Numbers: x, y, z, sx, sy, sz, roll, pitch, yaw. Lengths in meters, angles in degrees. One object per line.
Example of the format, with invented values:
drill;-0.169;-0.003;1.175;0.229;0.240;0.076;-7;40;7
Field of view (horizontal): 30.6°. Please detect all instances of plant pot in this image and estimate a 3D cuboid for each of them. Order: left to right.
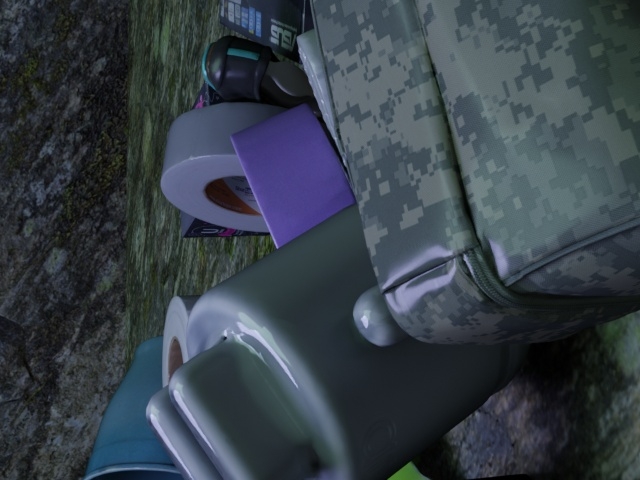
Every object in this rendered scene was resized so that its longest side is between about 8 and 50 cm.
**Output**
plant pot;-0.226;0.301;1.876;0.272;0.271;0.255;117;162;-55

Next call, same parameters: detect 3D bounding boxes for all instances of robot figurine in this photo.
robot figurine;0.034;0.081;0.949;0.200;0.353;0.300;56;150;3

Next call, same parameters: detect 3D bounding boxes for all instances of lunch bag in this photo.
lunch bag;0.159;-0.099;0.718;0.256;0.212;0.305;-34;60;49

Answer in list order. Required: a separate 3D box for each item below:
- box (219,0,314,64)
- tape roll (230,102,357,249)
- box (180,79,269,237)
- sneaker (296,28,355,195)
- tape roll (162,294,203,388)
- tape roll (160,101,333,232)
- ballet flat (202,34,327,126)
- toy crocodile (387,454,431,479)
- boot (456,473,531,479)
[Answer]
box;-0.036;-0.408;1.479;0.395;0.097;0.318;-136;45;-64
tape roll;0.000;0.000;1.215;0.275;0.090;0.275;156;90;-88
box;-0.119;-0.114;1.674;0.247;0.142;0.163;137;129;-66
sneaker;0.075;-0.094;1.140;0.321;0.127;0.126;71;175;-55
tape roll;-0.123;0.197;1.659;0.246;0.169;0.246;179;90;-73
tape roll;-0.081;-0.085;1.422;0.219;0.219;0.072;129;150;-63
ballet flat;-0.040;-0.164;1.420;0.280;0.096;0.095;28;-112;-62
toy crocodile;0.008;0.192;1.242;0.340;0.105;0.115;27;162;44
boot;0.093;0.402;0.833;0.367;0.146;0.445;23;-113;-74
